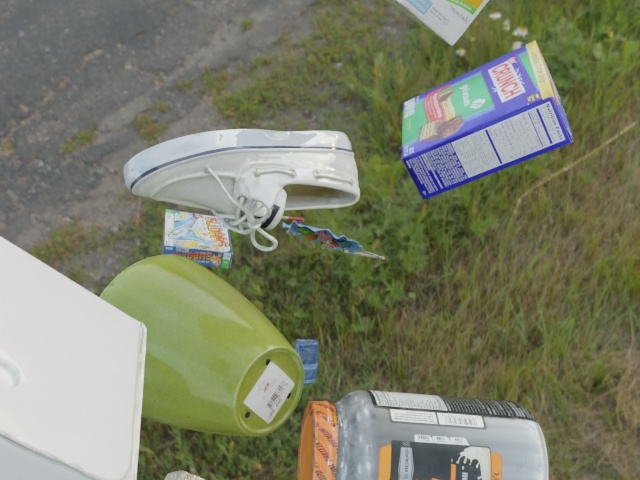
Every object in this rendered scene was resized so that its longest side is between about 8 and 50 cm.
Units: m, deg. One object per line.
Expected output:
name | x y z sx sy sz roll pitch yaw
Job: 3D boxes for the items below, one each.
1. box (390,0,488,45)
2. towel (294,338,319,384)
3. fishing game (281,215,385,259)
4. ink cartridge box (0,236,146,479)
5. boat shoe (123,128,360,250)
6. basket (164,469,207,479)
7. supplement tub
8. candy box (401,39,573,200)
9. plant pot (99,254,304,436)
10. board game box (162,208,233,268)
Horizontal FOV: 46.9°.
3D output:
box | 0.135 -0.372 1.026 0.103 0.114 0.203 -52 38 15
towel | -0.039 0.317 1.914 0.067 0.119 0.029 1 13 -16
fishing game | 0.000 0.000 1.605 0.189 0.264 0.041 9 79 47
ink cartridge box | -0.362 0.151 0.531 0.395 0.285 0.166 -36 36 20
boat shoe | -0.094 -0.064 1.068 0.367 0.136 0.156 -7 72 -37
basket | -0.232 0.473 1.213 0.103 0.113 0.167 32 58 -14
supplement tub | 0.134 0.311 1.026 0.316 0.193 0.193 6 51 -8
candy box | 0.334 -0.251 1.533 0.317 0.122 0.268 -21 31 21
plant pot | -0.173 0.185 1.154 0.293 0.274 0.275 16 55 42
board game box | -0.257 -0.006 1.528 0.136 0.035 0.201 8 21 -15
